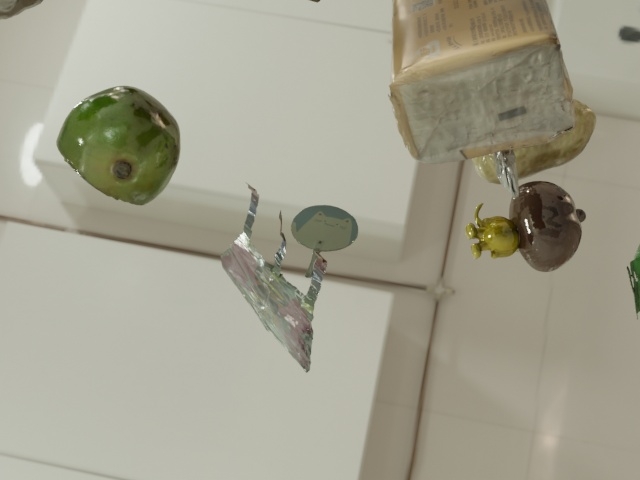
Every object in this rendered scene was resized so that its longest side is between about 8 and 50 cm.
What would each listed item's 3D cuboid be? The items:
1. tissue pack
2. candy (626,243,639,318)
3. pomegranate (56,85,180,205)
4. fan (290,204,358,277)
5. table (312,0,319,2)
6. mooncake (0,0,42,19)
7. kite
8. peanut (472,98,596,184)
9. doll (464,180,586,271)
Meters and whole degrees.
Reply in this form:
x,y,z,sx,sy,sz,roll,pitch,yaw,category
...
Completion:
x,y,z,sx,sy,sz,roll,pitch,yaw,category
0.219,-0.213,1.224,0.305,0.239,0.238,-82,-1,-56,tissue pack
0.608,0.032,1.586,0.203,0.078,0.141,-42,-58,-19,candy
-0.306,-0.165,1.501,0.159,0.190,0.241,-51,-17,9,pomegranate
0.000,0.000,1.500,0.005,0.113,0.175,94,-168,-45,fan
-0.071,-0.432,1.328,0.167,0.227,0.167,-22,65,58,table
-0.548,-0.501,1.402,0.187,0.324,0.323,-11,64,60,mooncake
-0.055,0.048,1.135,0.022,0.204,0.360,-36,-12,-20,kite
0.373,-0.180,1.596,0.129,0.224,0.129,-22,-90,-90,peanut
0.324,-0.027,1.432,0.096,0.188,0.145,92,-173,-72,doll
